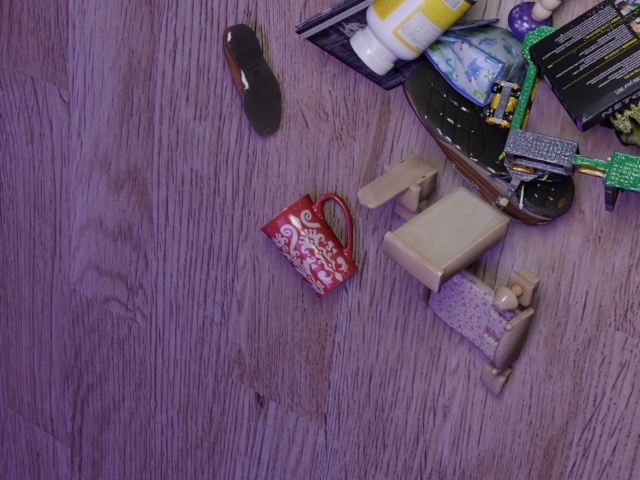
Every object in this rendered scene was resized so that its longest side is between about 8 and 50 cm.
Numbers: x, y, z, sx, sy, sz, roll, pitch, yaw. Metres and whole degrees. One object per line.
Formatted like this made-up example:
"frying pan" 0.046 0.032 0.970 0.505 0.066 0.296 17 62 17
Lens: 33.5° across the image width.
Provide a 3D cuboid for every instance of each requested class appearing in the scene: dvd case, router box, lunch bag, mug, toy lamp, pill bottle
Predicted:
"dvd case" 0.094 -0.315 1.678 0.164 0.221 0.018 -18 58 42
"router box" 0.389 -0.248 1.419 0.179 0.046 0.133 -31 72 7
"lunch bag" 0.234 -0.286 1.612 0.151 0.129 0.096 37 124 22
"mug" -0.007 0.005 1.952 0.169 0.113 0.150 54 134 1
"toy lamp" 0.354 -0.373 1.462 0.080 0.080 0.274 53 153 7
"pill bottle" 0.132 -0.327 1.535 0.184 0.103 0.103 -41 82 21

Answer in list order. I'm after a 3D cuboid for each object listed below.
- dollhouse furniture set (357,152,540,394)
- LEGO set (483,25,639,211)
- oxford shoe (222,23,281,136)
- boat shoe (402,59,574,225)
"dollhouse furniture set" 0.178 0.091 1.762 0.303 0.174 0.355 39 145 28
"LEGO set" 0.410 -0.155 1.520 0.331 0.192 0.255 8 80 17
"oxford shoe" -0.126 -0.294 1.950 0.076 0.076 0.212 22 130 66
"boat shoe" 0.249 -0.139 1.671 0.324 0.122 0.120 48 160 9
